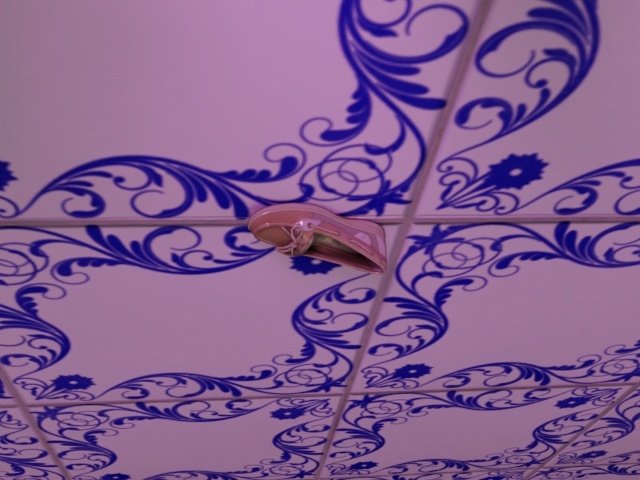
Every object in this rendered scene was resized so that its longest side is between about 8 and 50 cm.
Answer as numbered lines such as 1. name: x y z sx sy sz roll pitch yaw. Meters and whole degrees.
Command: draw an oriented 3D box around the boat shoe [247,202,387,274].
1. boat shoe: 0.000 0.001 0.788 0.153 0.048 0.056 13 144 -27
